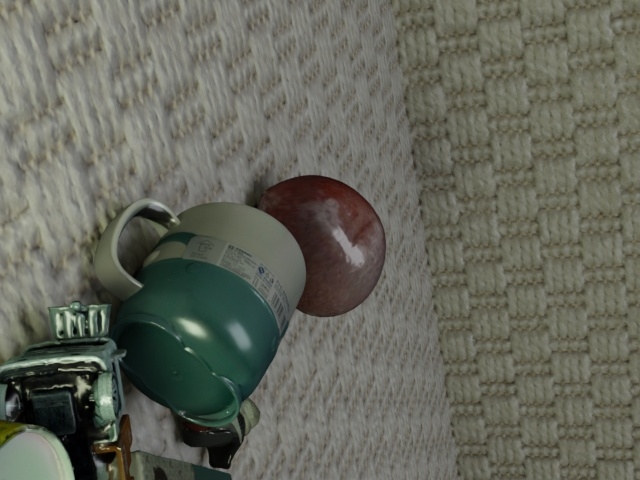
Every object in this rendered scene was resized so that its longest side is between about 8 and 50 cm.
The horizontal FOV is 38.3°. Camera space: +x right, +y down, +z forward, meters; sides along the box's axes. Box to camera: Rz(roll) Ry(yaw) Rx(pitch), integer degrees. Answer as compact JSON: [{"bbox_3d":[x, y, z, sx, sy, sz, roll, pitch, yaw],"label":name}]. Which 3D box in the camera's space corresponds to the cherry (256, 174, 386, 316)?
[{"bbox_3d":[0.000,0.000,1.728,0.307,0.221,0.261,48,37,-34],"label":"cherry"}]

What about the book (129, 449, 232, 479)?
[{"bbox_3d":[-0.171,0.443,1.293,0.379,0.031,0.264,53,23,-68],"label":"book"}]

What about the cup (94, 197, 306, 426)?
[{"bbox_3d":[-0.174,0.073,1.247,0.289,0.219,0.257,46,35,-18],"label":"cup"}]

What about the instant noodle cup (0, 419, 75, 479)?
[{"bbox_3d":[-0.328,0.242,0.830,0.205,0.153,0.205,-4,90,-71],"label":"instant noodle cup"}]

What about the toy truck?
[{"bbox_3d":[-0.270,0.235,1.033,0.184,0.133,0.338,-109,-167,-78],"label":"toy truck"}]

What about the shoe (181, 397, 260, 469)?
[{"bbox_3d":[-0.165,0.269,1.396,0.227,0.099,0.112,59,41,-55],"label":"shoe"}]
